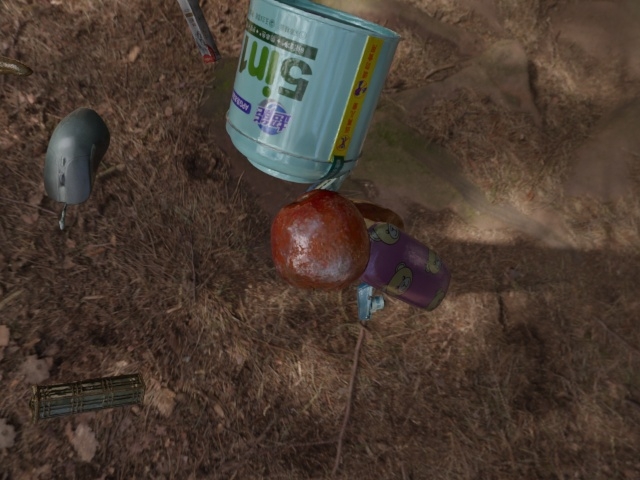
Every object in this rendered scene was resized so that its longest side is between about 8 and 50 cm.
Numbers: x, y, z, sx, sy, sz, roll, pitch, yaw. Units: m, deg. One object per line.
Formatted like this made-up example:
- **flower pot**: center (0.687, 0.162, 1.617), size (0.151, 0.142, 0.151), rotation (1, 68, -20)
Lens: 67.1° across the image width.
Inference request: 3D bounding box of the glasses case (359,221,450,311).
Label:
- **glasses case**: center (0.176, 0.061, 0.982), size (0.316, 0.076, 0.123), rotation (28, 83, -46)

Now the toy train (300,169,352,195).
- **toy train**: center (0.039, -0.191, 1.573), size (0.234, 0.052, 0.051), rotation (-38, 50, -14)

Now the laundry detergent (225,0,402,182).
- **laundry detergent**: center (-0.027, -0.286, 0.943), size (0.288, 0.287, 0.305), rotation (12, 119, -13)

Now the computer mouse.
- **computer mouse**: center (-0.749, -0.219, 1.447), size (0.167, 0.090, 0.379), rotation (10, 89, 6)

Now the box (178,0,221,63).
- **box**: center (-0.383, -0.674, 1.529), size (0.039, 0.055, 0.218), rotation (-43, 127, -30)

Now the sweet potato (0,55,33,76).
- **sweet potato**: center (-0.813, -0.443, 1.224), size (0.182, 0.054, 0.053), rotation (7, 65, 0)

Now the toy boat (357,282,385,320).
- **toy boat**: center (0.188, 0.217, 1.788), size (0.102, 0.215, 0.088), rotation (-7, 47, -1)

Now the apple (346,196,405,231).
- **apple**: center (0.108, -0.003, 1.703), size (0.365, 0.329, 0.294), rotation (4, 95, 5)

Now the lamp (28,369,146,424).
- **lamp**: center (-0.730, 0.490, 1.526), size (0.326, 0.089, 0.090), rotation (1, 114, -36)

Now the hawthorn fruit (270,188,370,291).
- **hawthorn fruit**: center (0.000, 0.000, 0.786), size (0.173, 0.173, 0.172), rotation (1, 85, -14)
